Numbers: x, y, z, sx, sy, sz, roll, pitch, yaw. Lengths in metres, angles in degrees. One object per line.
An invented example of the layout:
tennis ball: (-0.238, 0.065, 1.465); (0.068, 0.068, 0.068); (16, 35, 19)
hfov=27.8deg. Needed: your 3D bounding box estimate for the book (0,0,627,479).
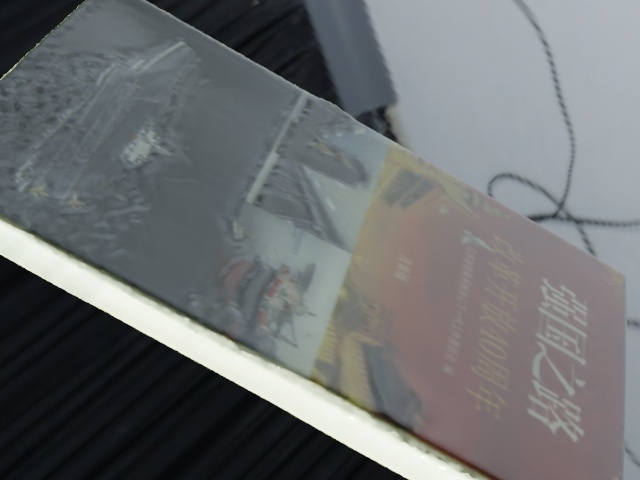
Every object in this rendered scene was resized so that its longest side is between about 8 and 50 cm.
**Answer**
book: (0.000, 0.000, 0.693); (0.374, 0.262, 0.028); (29, 121, -4)
